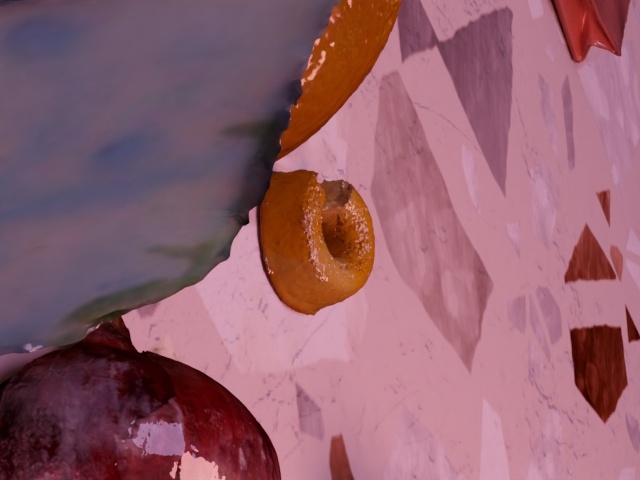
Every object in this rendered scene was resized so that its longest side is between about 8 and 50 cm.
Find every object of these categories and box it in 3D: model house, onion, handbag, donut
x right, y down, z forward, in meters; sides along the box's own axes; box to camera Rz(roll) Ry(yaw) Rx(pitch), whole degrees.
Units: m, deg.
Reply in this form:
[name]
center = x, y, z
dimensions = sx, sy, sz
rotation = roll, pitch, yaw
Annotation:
[model house]
center = -0.174, -0.095, 0.652
dimensions = 0.261, 0.226, 0.241
rotation = -14, 63, -29
[onion]
center = -0.078, 0.108, 0.876
dimensions = 0.206, 0.098, 0.151
rotation = 28, 59, -60
[handbag]
center = 0.291, -0.309, 1.856
dimensions = 0.212, 0.059, 0.157
rotation = -73, 146, -42
[donut]
center = 0.000, 0.000, 1.150
dimensions = 0.108, 0.043, 0.097
rotation = 1, 81, -61

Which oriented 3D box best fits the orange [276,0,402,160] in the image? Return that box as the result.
[orange]
center = -0.064, -0.146, 0.845
dimensions = 0.236, 0.236, 0.236
rotation = -8, 90, -66
